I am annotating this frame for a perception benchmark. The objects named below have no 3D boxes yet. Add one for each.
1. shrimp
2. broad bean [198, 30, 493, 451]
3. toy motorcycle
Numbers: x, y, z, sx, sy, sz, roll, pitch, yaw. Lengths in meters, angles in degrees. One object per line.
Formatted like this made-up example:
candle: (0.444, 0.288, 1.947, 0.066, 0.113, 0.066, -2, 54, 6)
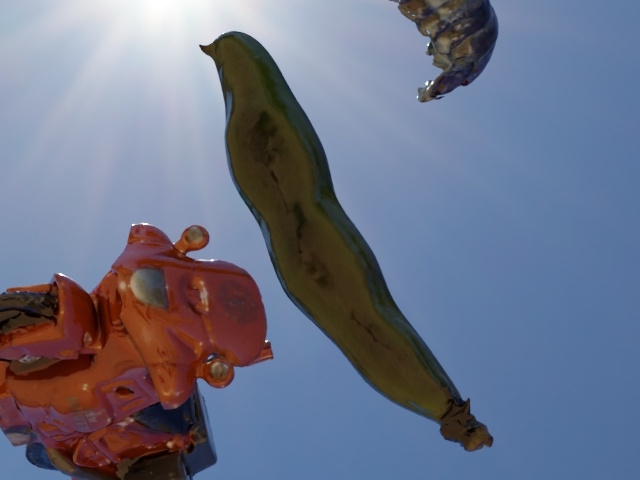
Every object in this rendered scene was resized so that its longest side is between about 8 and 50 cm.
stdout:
shrimp: (0.021, -0.278, 1.474, 0.166, 0.410, 0.221, -15, -140, 52)
broad bean: (-0.001, 0.000, 1.001, 0.060, 0.043, 0.297, -31, -112, 5)
toy motorcycle: (-0.142, 0.101, 1.371, 0.221, 0.325, 0.147, -12, -119, 1)
